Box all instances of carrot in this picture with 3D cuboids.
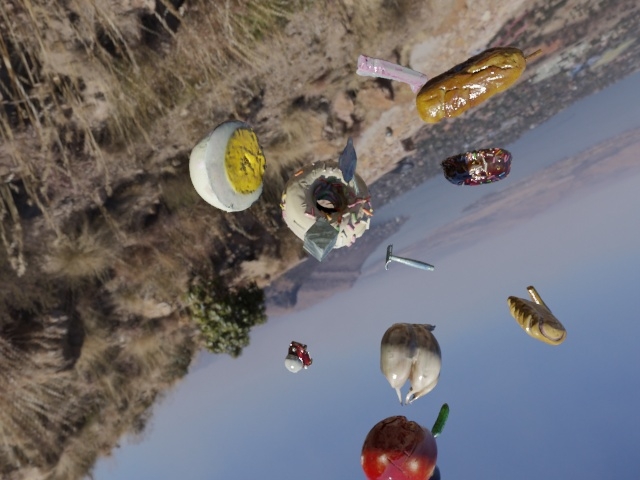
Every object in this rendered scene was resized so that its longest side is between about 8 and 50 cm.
[{"bbox_3d":[0.864,0.244,2.142,0.042,0.171,0.042,-33,-160,14],"label":"carrot"}]

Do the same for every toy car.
[{"bbox_3d":[-0.112,0.530,2.431,0.112,0.139,0.112,11,-143,30],"label":"toy car"}]

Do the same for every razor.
[{"bbox_3d":[0.244,0.060,1.476,0.135,0.068,0.040,16,139,-4],"label":"razor"}]

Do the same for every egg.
[{"bbox_3d":[-0.355,-0.264,1.930,0.201,0.337,0.337,5,-170,33],"label":"egg"}]

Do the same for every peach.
[{"bbox_3d":[0.188,0.537,1.345,0.197,0.197,0.197,-23,173,-3],"label":"peach"}]

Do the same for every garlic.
[{"bbox_3d":[0.298,0.393,1.807,0.210,0.292,0.237,7,151,5],"label":"garlic"}]

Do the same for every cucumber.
[{"bbox_3d":[0.429,0.659,1.951,0.037,0.037,0.155,57,57,-83],"label":"cucumber"}]

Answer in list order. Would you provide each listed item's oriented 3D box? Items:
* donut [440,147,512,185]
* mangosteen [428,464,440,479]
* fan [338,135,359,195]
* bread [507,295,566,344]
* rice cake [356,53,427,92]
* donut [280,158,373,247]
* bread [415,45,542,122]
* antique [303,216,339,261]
[{"bbox_3d":[0.510,-0.235,1.775,0.235,0.089,0.235,-3,175,0],"label":"donut"},{"bbox_3d":[0.396,0.960,2.260,0.228,0.228,0.266,-16,128,-45],"label":"mangosteen"},{"bbox_3d":[0.111,-0.251,1.957,0.008,0.227,0.153,6,-129,25],"label":"fan"},{"bbox_3d":[0.696,0.257,1.760,0.134,0.081,0.225,18,-165,-8],"label":"bread"},{"bbox_3d":[0.259,-0.607,1.978,0.290,0.051,0.081,9,117,-27],"label":"rice cake"},{"bbox_3d":[0.030,-0.152,2.161,0.382,0.383,0.142,-21,164,-17],"label":"donut"},{"bbox_3d":[0.408,-0.417,1.430,0.344,0.124,0.084,-22,-164,28],"label":"bread"},{"bbox_3d":[0.000,0.000,1.881,0.088,0.086,0.183,-47,171,-13],"label":"antique"}]
